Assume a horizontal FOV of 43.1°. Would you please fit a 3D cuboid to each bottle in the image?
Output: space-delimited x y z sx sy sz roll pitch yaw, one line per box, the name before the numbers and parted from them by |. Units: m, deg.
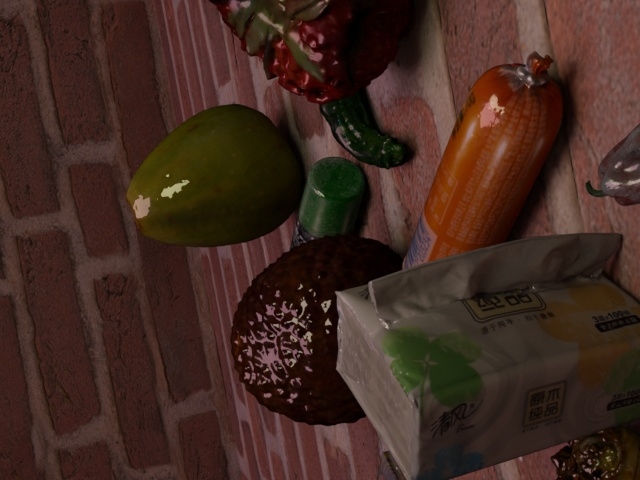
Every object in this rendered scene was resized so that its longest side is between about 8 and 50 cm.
bottle | 0.000 0.000 1.308 0.330 0.093 0.093 106 149 -55

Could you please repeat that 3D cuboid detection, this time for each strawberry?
strawberry | 0.007 -0.307 0.950 0.261 0.258 0.261 31 142 28

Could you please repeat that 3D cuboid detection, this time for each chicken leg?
chicken leg | 0.239 0.210 0.735 0.093 0.070 0.178 44 162 20

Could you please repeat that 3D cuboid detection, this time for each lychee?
lychee | 0.010 0.114 1.076 0.260 0.261 0.260 169 90 -73

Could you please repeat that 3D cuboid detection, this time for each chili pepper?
chili pepper | 0.044 -0.179 1.114 0.279 0.065 0.122 64 149 35
chili pepper | 0.246 -0.068 0.577 0.050 0.041 0.153 54 140 12

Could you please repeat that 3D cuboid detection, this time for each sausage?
sausage | 0.156 -0.057 0.786 0.312 0.093 0.093 102 152 -51

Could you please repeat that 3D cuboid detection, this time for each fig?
fig | -0.193 -0.101 1.472 0.258 0.326 0.258 40 146 34

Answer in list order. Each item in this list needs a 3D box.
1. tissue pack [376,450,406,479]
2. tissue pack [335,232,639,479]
tissue pack | 0.133 0.390 1.178 0.108 0.060 0.148 98 154 -43
tissue pack | 0.145 0.072 0.659 0.159 0.229 0.145 -126 30 -54
